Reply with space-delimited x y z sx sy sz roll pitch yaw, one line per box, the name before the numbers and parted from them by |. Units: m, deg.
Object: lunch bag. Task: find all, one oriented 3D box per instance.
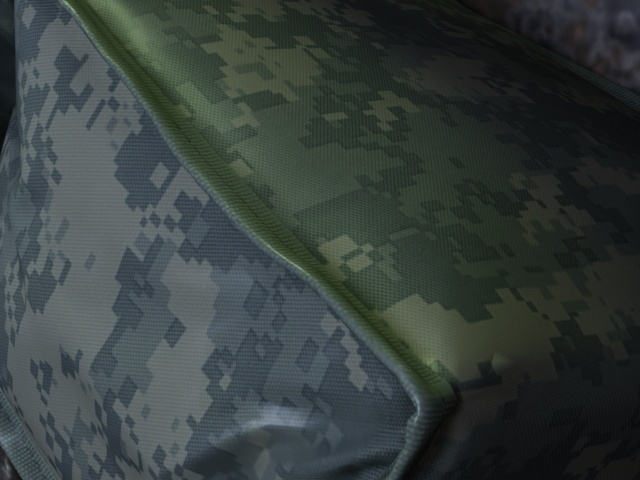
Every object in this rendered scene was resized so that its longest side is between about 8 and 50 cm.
lunch bag | 0.000 0.000 0.531 0.287 0.235 0.169 49 126 33
